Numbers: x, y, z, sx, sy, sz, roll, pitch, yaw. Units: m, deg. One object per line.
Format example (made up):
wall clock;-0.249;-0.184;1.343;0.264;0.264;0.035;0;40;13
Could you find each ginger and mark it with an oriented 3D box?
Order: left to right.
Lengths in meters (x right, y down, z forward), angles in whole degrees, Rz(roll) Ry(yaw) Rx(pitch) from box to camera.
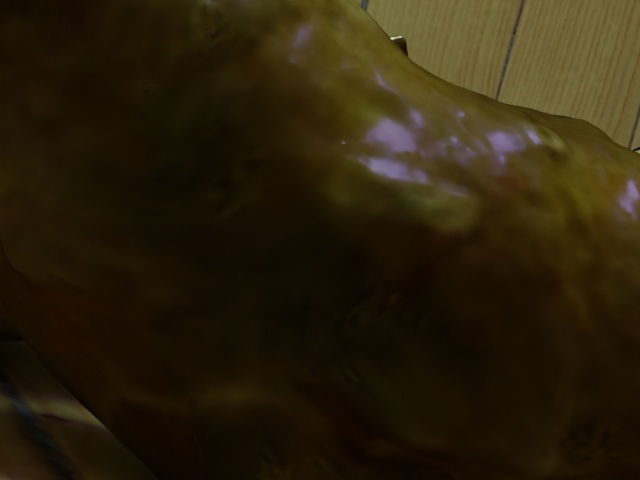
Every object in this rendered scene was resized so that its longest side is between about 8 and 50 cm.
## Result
ginger;0.000;0.000;0.562;0.321;0.172;0.165;36;-11;-5

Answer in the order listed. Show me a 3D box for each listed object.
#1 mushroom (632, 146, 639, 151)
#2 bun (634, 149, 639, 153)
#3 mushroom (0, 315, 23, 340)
mushroom;0.238;0.042;1.263;0.194;0.138;0.231;27;-26;40
bun;0.153;0.042;0.823;0.237;0.116;0.210;-27;26;-31
mushroom;-0.147;-0.112;0.745;0.297;0.290;0.297;16;1;0
